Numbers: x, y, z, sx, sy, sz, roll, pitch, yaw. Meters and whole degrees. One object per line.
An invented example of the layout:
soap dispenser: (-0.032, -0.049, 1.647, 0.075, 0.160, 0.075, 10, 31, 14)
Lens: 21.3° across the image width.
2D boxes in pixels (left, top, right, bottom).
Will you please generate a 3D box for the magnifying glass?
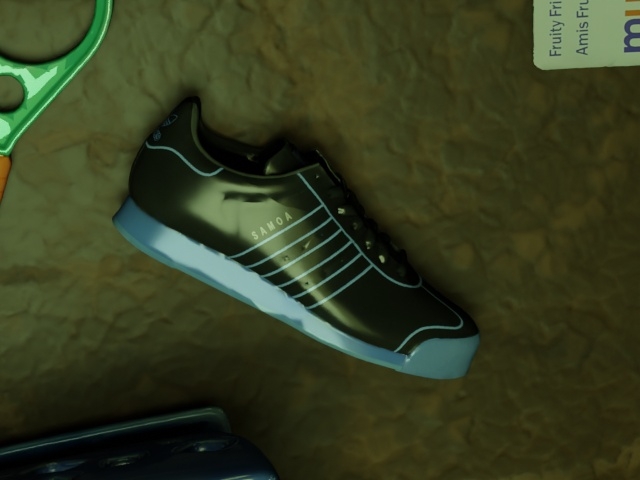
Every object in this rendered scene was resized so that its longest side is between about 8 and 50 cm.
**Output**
magnifying glass: (-0.182, -0.075, 0.969, 0.092, 0.026, 0.231, 16, 101, -11)

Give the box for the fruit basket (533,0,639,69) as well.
fruit basket: (0.291, -0.234, 0.907, 0.353, 0.165, 0.327, -4, 124, 0)

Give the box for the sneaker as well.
sneaker: (0.000, 0.000, 0.982, 0.232, 0.081, 0.090, 25, 105, -11)

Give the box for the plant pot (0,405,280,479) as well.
plant pot: (-0.126, 0.224, 0.949, 0.236, 0.212, 0.236, -12, 103, -5)
